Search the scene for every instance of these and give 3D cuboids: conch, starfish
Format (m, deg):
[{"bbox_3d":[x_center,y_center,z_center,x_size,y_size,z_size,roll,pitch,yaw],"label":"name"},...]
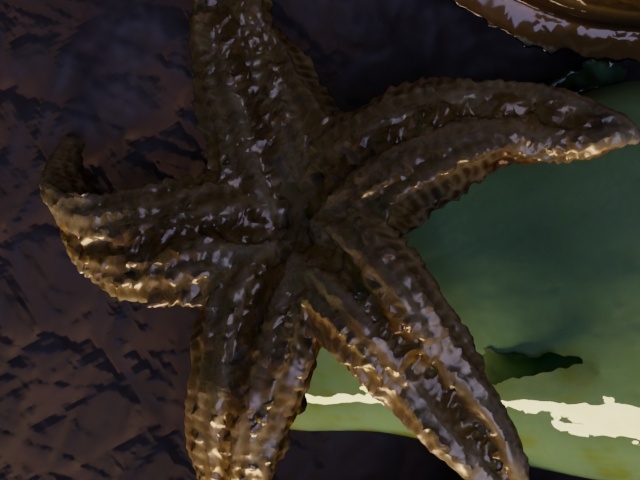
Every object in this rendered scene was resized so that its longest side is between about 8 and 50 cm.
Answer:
[{"bbox_3d":[0.095,0.014,0.696,0.251,0.137,0.143,13,132,14],"label":"conch"},{"bbox_3d":[0.000,0.000,0.656,0.236,0.062,0.277,-1,79,21],"label":"starfish"}]

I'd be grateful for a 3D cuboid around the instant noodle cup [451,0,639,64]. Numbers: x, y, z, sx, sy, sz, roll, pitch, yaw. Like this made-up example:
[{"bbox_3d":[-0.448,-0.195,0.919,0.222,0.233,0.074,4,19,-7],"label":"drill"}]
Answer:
[{"bbox_3d":[0.125,-0.195,0.625,0.274,0.091,0.274,0,96,-1],"label":"instant noodle cup"}]
